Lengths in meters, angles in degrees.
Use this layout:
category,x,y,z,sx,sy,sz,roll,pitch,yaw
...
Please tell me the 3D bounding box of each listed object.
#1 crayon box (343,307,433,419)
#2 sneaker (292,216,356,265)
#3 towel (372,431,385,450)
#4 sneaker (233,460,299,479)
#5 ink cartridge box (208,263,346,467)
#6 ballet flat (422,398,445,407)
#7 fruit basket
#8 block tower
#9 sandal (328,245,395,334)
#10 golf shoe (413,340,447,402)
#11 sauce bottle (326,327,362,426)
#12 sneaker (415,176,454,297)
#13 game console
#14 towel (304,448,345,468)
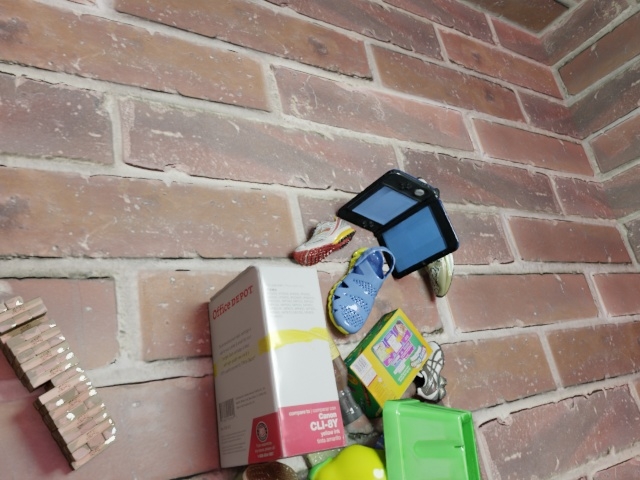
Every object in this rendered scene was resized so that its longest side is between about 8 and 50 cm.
category,x,y,z,sx,sy,sz,roll,pitch,yaw
crayon box,0.184,0.339,1.441,0.165,0.081,0.278,52,49,-2
sneaker,0.000,0.000,1.498,0.093,0.088,0.225,45,46,19
towel,0.205,0.624,1.285,0.243,0.040,0.336,44,63,-4
sneaker,-0.132,0.537,1.129,0.192,0.086,0.064,36,19,-52
ink cartridge box,-0.112,0.276,1.132,0.160,0.279,0.384,5,65,-34
ballet flat,0.297,0.549,1.439,0.084,0.058,0.249,25,48,-3
fruit basket,0.171,0.556,1.182,0.283,0.392,0.392,30,45,-61
block tower,-0.509,0.264,0.980,0.091,0.097,0.335,-31,88,-40
sandal,0.124,0.125,1.475,0.126,0.138,0.317,37,53,-17
golf shoe,0.317,0.377,1.519,0.094,0.077,0.198,12,42,-6
sauce bottle,-0.003,0.302,1.308,0.111,0.111,0.344,-21,80,-40
sneaker,0.307,0.001,1.700,0.182,0.158,0.410,-14,75,-7
game console,0.220,-0.038,1.521,0.250,0.293,0.173,22,56,-25
towel,0.020,0.537,1.259,0.110,0.027,0.148,-27,85,-40
